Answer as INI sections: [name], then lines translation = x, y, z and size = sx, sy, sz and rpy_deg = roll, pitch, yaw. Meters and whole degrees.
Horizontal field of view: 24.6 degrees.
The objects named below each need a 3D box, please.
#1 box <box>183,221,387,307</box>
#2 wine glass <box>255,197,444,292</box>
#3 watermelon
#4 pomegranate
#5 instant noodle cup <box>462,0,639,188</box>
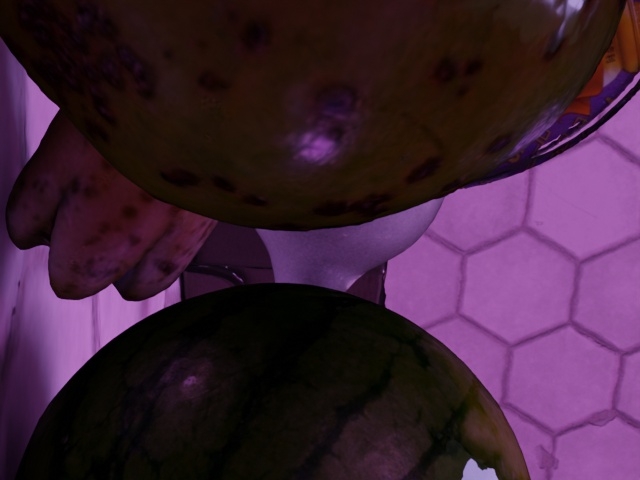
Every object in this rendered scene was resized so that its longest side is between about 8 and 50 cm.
[box]
translation = -0.021, 0.025, 1.156
size = 0.252, 0.153, 0.188
rpy_deg = 91, 2, -51
[wine glass]
translation = 0.000, 0.000, 0.836
size = 0.143, 0.143, 0.321
rpy_deg = 61, 45, -89
[watermelon]
translation = -0.022, 0.113, 0.508
size = 0.214, 0.188, 0.188
rpy_deg = -45, 146, -49
[pomegranate]
translation = -0.019, -0.075, 0.430
size = 0.248, 0.202, 0.202
rpy_deg = -55, -164, 30
[instant noodle cup]
translation = 0.058, -0.240, 0.997
size = 0.266, 0.339, 0.340
rpy_deg = -104, -166, -52
